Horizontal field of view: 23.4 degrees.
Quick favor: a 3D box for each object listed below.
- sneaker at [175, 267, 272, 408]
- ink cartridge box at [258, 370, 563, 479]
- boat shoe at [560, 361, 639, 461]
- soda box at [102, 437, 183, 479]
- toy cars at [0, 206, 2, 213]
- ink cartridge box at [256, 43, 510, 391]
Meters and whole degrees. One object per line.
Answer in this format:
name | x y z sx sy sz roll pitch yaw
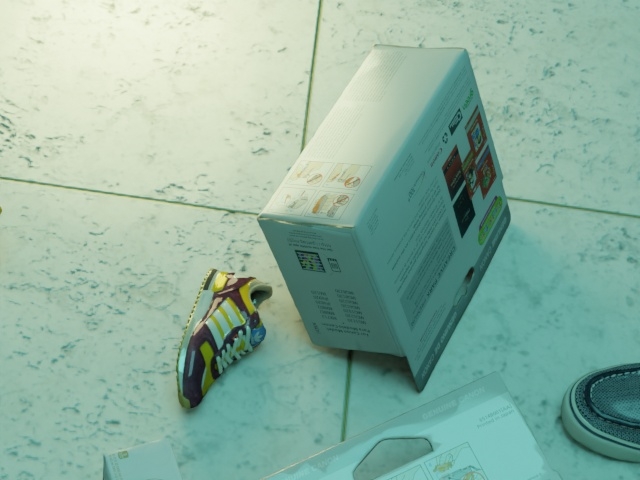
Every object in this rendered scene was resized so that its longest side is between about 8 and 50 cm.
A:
sneaker | -0.107 0.110 1.730 0.084 0.069 0.185 10 53 6
ink cartridge box | 0.113 0.309 1.574 0.296 0.066 0.261 -24 60 -8
boat shoe | 0.448 0.160 1.719 0.341 0.158 0.127 0 53 -9
soda box | -0.160 0.313 1.570 0.074 0.069 0.216 -12 55 -17
toy cars | -0.559 -0.004 1.744 0.394 0.087 0.176 -10 50 -12
ink cartridge box | 0.088 -0.026 1.786 0.130 0.271 0.309 7 46 31
